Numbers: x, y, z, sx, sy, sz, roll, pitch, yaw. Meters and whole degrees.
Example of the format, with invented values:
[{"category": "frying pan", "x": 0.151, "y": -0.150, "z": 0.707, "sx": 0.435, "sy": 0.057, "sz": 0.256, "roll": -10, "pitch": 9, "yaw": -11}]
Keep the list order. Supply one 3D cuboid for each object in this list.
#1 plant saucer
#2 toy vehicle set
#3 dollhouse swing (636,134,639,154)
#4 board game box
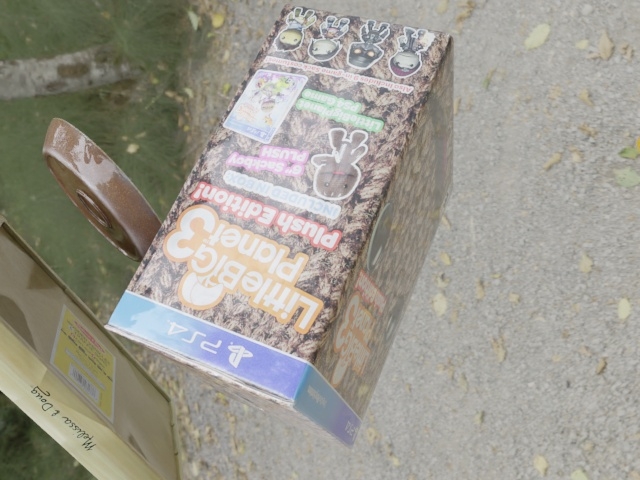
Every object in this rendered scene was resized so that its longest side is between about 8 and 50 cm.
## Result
[{"category": "plant saucer", "x": -0.203, "y": -0.037, "z": 0.564, "sx": 0.168, "sy": 0.029, "sz": 0.168, "roll": 36, "pitch": 155, "yaw": 20}, {"category": "toy vehicle set", "x": -0.216, "y": 0.109, "z": 0.527, "sx": 0.266, "sy": 0.035, "sz": 0.166, "roll": 56, "pitch": 176, "yaw": -23}, {"category": "dollhouse swing", "x": 0.396, "y": -0.001, "z": 0.225, "sx": 0.305, "sy": 0.347, "sz": 0.315, "roll": -55, "pitch": 12, "yaw": 37}, {"category": "board game box", "x": 0.000, "y": 0.000, "z": 0.511, "sx": 0.141, "sy": 0.232, "sz": 0.290, "roll": 18, "pitch": 71, "yaw": 20}]
